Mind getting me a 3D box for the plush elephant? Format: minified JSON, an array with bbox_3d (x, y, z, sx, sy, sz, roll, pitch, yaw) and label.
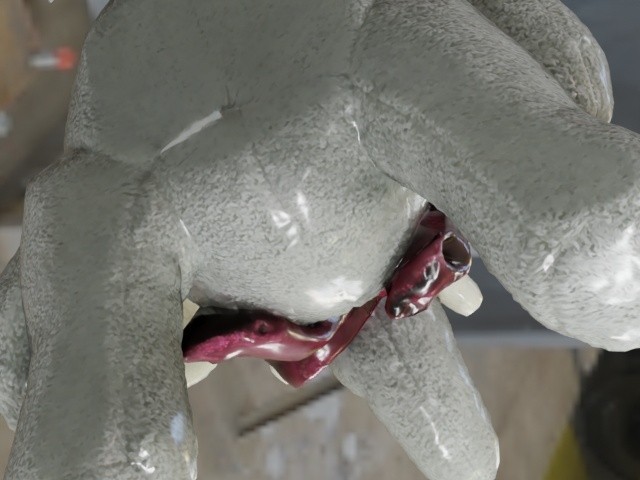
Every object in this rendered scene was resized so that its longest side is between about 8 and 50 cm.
[{"bbox_3d":[0.000,0.000,0.793,0.330,0.272,0.255,62,6,35],"label":"plush elephant"}]
